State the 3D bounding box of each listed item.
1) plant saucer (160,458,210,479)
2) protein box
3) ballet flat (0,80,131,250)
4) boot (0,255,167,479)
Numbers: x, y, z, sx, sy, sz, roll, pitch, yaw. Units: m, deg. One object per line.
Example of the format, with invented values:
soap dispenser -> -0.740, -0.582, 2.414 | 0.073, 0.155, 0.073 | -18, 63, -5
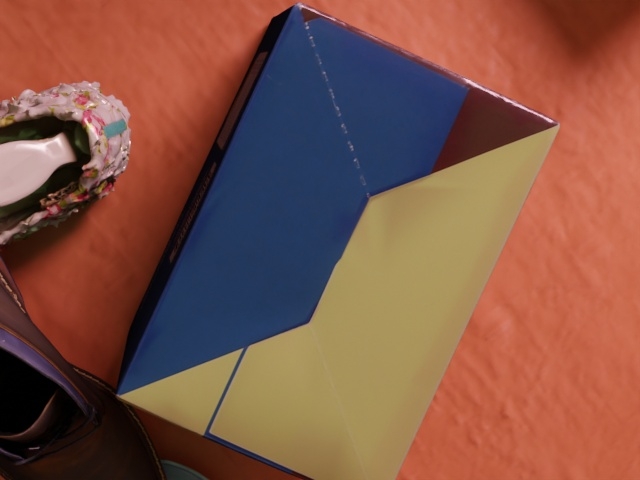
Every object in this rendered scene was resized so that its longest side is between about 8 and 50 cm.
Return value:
plant saucer -> -0.099, 0.178, 0.989 | 0.119, 0.021, 0.119 | 0, 95, -3
protein box -> 0.000, 0.000, 0.889 | 0.136, 0.201, 0.200 | 25, 93, -6
ballet flat -> -0.212, -0.018, 0.935 | 0.241, 0.077, 0.091 | -29, 97, -1
boot -> -0.144, 0.100, 0.895 | 0.082, 0.106, 0.219 | -35, 113, 3
